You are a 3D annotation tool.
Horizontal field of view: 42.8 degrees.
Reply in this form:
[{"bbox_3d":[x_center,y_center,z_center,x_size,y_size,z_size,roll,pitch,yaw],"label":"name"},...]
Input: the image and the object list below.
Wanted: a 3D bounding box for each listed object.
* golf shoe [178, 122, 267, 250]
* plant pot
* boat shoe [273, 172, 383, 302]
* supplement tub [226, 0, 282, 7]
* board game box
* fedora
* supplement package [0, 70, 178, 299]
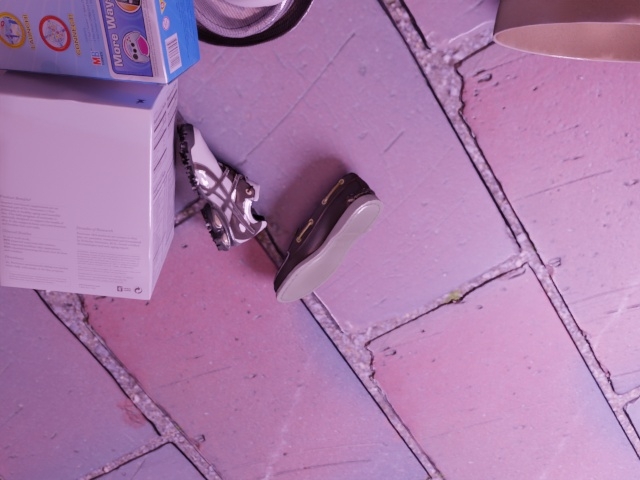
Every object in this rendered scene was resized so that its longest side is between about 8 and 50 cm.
[{"bbox_3d":[-0.138,-0.085,1.156,0.094,0.077,0.198,-21,121,-5],"label":"golf shoe"},{"bbox_3d":[0.351,-0.319,0.940,0.284,0.284,0.190,5,95,-3],"label":"plant pot"},{"bbox_3d":[0.000,0.000,1.198,0.081,0.068,0.228,7,132,-50],"label":"boat shoe"},{"bbox_3d":[0.020,-0.391,0.829,0.325,0.235,0.235,-29,122,-30],"label":"supplement tub"},{"bbox_3d":[-0.304,-0.342,0.911,0.302,0.086,0.308,9,124,19],"label":"board game box"},{"bbox_3d":[-0.121,-0.353,0.979,0.244,0.124,0.275,-22,116,10],"label":"fedora"},{"bbox_3d":[-0.301,-0.091,1.072,0.199,0.198,0.262,6,118,-2],"label":"supplement package"}]
